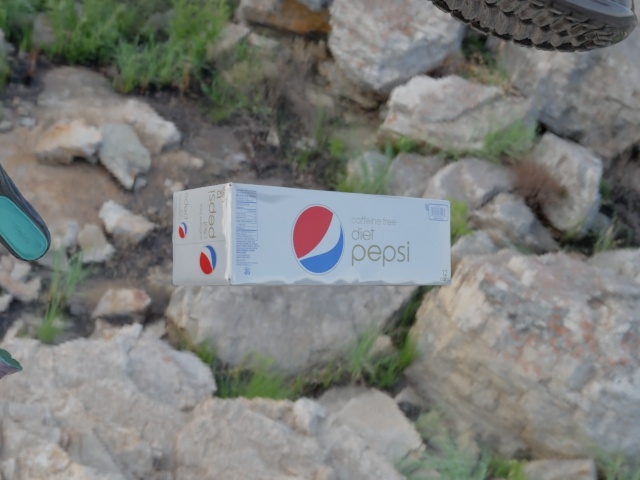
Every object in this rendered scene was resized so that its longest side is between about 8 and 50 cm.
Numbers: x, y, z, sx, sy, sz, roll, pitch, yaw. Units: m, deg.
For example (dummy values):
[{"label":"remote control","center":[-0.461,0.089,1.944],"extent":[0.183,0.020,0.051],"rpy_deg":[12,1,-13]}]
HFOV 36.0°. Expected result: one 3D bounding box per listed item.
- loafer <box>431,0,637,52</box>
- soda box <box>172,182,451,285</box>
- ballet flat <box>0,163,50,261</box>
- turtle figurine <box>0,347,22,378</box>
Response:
[{"label":"loafer","center":[0.090,-0.268,0.745],"extent":[0.365,0.130,0.134],"rpy_deg":[29,-3,-3]},{"label":"soda box","center":[0.000,0.000,0.729],"extent":[0.216,0.074,0.069],"rpy_deg":[3,85,-41]},{"label":"ballet flat","center":[-0.396,-0.061,1.174],"extent":[0.203,0.074,0.074],"rpy_deg":[57,33,-24]},{"label":"turtle figurine","center":[-0.455,0.197,1.095],"extent":[0.175,0.234,0.118],"rpy_deg":[43,-6,-26]}]
